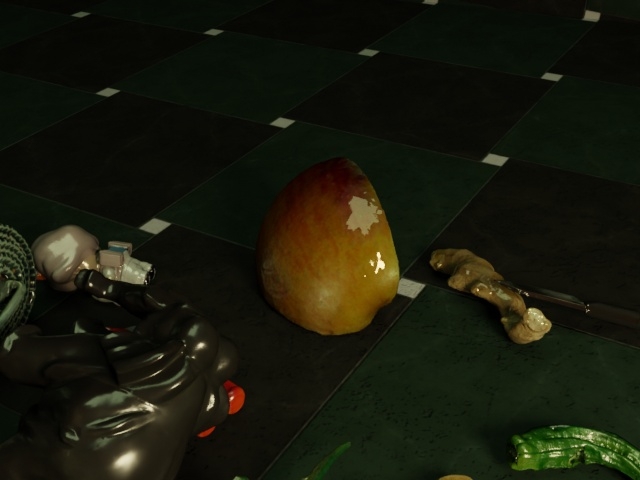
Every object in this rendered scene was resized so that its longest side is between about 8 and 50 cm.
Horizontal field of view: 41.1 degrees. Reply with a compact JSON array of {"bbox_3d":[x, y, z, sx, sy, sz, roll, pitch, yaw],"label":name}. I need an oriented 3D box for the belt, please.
[{"bbox_3d":[-0.517,0.097,1.202,0.160,0.207,0.295,3,34,12],"label":"belt"}]

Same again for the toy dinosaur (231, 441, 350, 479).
[{"bbox_3d":[-0.038,0.378,0.835,0.300,0.087,0.447,24,47,37],"label":"toy dinosaur"}]

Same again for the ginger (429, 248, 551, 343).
[{"bbox_3d":[0.255,0.077,1.314,0.089,0.075,0.288,-1,26,-22],"label":"ginger"}]

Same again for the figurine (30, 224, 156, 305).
[{"bbox_3d":[-0.383,0.036,1.391,0.228,0.112,0.137,12,28,3],"label":"figurine"}]

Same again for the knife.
[{"bbox_3d":[0.362,0.087,1.264,0.230,0.028,0.060,14,15,-12],"label":"knife"}]

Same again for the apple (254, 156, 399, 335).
[{"bbox_3d":[0.000,0.000,1.377,0.254,0.179,0.346,-45,37,5],"label":"apple"}]

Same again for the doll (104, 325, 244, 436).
[{"bbox_3d":[-0.221,0.181,1.175,0.245,0.076,0.142,24,39,30],"label":"doll"}]

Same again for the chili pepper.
[{"bbox_3d":[0.317,0.262,1.033,0.182,0.050,0.073,8,26,12],"label":"chili pepper"}]

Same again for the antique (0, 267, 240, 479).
[{"bbox_3d":[-0.253,0.195,1.023,0.255,0.185,0.322,6,60,28],"label":"antique"}]

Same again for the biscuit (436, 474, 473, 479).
[{"bbox_3d":[0.154,0.348,0.914,0.238,0.041,0.212,22,34,34],"label":"biscuit"}]
